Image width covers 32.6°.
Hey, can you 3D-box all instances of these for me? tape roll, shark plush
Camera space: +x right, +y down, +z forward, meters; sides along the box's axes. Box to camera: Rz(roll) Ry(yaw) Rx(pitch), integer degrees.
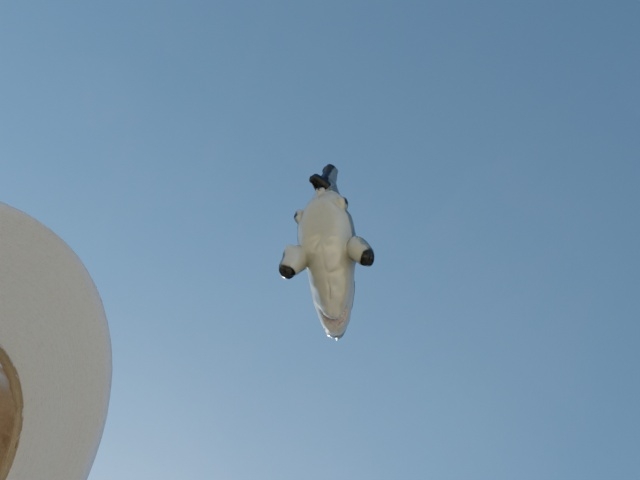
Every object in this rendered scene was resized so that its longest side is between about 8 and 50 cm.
[{"bbox_3d":[-0.317,0.144,0.777,0.072,0.392,0.392,22,-73,34],"label":"tape roll"},{"bbox_3d":[0.000,0.000,0.886,0.073,0.161,0.067,-18,-45,1],"label":"shark plush"}]
